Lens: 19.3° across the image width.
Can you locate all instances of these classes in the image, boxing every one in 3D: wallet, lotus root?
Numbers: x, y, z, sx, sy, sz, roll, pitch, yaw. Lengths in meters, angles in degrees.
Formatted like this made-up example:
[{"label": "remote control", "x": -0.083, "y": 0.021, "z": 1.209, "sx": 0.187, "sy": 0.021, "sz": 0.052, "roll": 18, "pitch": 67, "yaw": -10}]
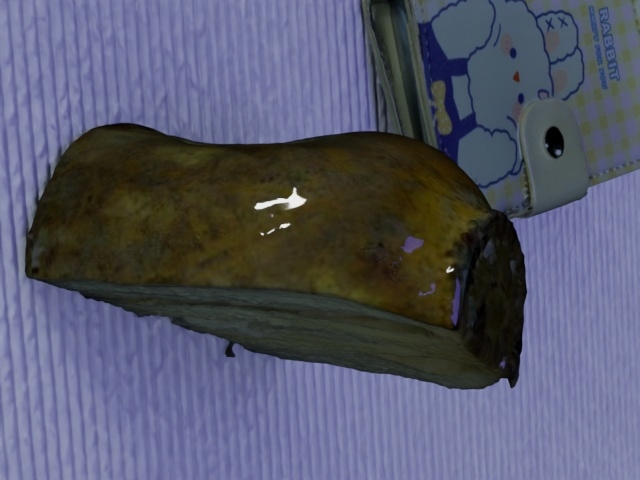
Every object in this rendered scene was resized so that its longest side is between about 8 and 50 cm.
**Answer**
[{"label": "wallet", "x": 0.162, "y": -0.133, "z": 1.521, "sx": 0.309, "sy": 0.077, "sz": 0.223, "roll": -20, "pitch": 104, "yaw": -47}, {"label": "lotus root", "x": 0.003, "y": -0.003, "z": 1.182, "sx": 0.267, "sy": 0.260, "sz": 0.149, "roll": 21, "pitch": 75, "yaw": -50}]
